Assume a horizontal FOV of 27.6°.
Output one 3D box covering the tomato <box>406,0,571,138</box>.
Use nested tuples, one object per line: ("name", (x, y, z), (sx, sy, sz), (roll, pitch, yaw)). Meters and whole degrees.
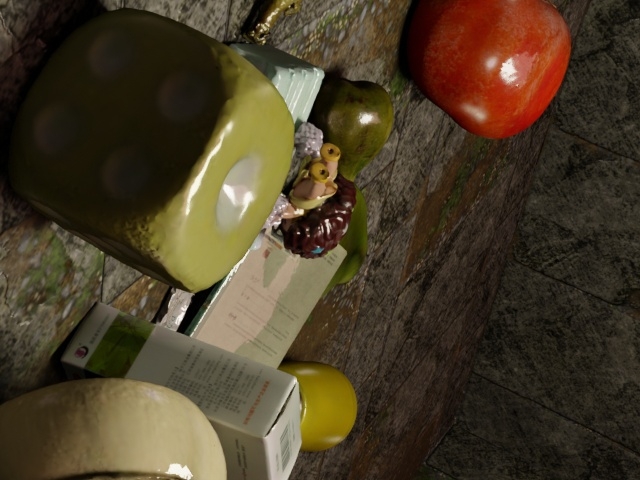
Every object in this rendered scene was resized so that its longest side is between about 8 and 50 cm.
("tomato", (0.310, -0.354, 2.396), (0.290, 0.293, 0.325), (-52, 169, 8))

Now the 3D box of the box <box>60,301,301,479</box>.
("box", (-0.181, 0.220, 1.740), (0.200, 0.299, 0.106), (89, 23, -54))

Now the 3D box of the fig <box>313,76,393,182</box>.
("fig", (0.038, -0.181, 2.122), (0.133, 0.126, 0.185), (-14, 144, -42))

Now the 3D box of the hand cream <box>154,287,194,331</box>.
("hand cream", (-0.200, 0.095, 1.937), (0.257, 0.050, 0.084), (-54, 160, -3))

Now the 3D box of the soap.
("soap", (-0.107, -0.126, 1.823), (0.173, 0.095, 0.289), (-19, 133, -67))

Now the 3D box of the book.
("book", (-0.084, 0.087, 2.060), (0.282, 0.025, 0.215), (-56, 136, -10))

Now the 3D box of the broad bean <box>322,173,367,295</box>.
("broad bean", (0.001, 0.000, 2.249), (0.238, 0.119, 0.291), (-63, 161, -6))

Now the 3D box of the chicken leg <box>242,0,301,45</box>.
("chicken leg", (-0.042, -0.341, 1.776), (0.178, 0.070, 0.093), (-56, 167, -4))

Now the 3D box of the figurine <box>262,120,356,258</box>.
("figurine", (-0.012, -0.060, 1.833), (0.174, 0.116, 0.240), (-57, 162, -24))

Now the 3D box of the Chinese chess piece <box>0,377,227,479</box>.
("Chinese chess piece", (-0.280, 0.305, 1.572), (0.338, 0.338, 0.140), (90, -12, -53))

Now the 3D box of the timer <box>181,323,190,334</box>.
("timer", (-0.204, 0.198, 2.063), (0.140, 0.047, 0.128), (-58, 158, -19))

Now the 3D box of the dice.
("dice", (-0.183, -0.098, 1.430), (0.238, 0.233, 0.227), (-61, 161, -11))

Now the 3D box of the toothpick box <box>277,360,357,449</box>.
("toothpick box", (-0.050, 0.310, 2.445), (0.175, 0.175, 0.271), (-65, 159, 1))
